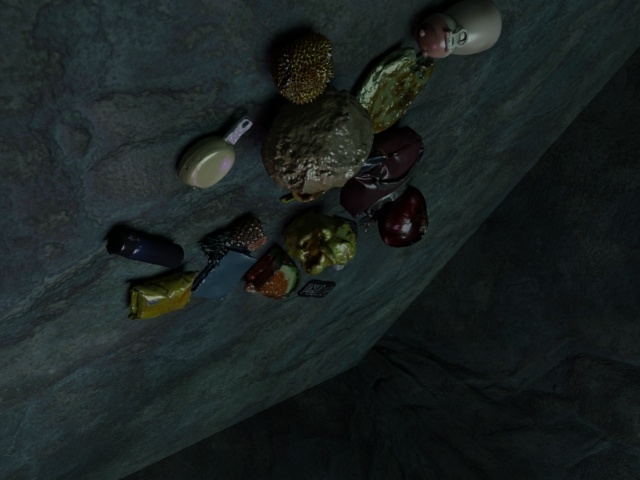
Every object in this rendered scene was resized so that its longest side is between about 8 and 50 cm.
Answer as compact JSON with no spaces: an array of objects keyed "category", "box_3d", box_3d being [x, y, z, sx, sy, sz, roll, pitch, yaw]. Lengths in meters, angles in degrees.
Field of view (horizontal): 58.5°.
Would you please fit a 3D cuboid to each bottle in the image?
[{"category":"bottle","box_3d":[-0.465,0.022,1.533,0.082,0.072,0.244,-35,158,15]},{"category":"bottle","box_3d":[0.367,-0.577,1.576,0.237,0.147,0.147,-24,153,-24]}]

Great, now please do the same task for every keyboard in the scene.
[{"category":"keyboard","box_3d":[0.103,-0.050,2.239,0.015,0.074,0.196,-11,168,27]},{"category":"keyboard","box_3d":[-0.013,0.226,2.632,0.106,0.016,0.262,-45,156,15]}]

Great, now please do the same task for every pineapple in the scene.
[{"category":"pineapple","box_3d":[-0.263,-0.004,1.768,0.221,0.083,0.103,-28,154,-18]}]

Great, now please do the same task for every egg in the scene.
[{"category":"egg","box_3d":[-0.004,-0.254,1.479,0.310,0.279,0.279,-50,159,-13]}]

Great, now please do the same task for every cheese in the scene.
[{"category":"cheese","box_3d":[-0.252,-0.222,1.414,0.227,0.064,0.137,-43,160,13]}]

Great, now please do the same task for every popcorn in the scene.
[{"category":"popcorn","box_3d":[0.000,0.000,1.982,0.255,0.256,0.194,-76,178,-55]}]

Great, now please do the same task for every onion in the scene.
[{"category":"onion","box_3d":[0.306,-0.100,2.320,0.273,0.285,0.273,9,90,-66]}]

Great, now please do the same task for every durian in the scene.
[{"category":"durian","box_3d":[-0.042,-0.396,1.327,0.168,0.137,0.158,-35,137,-31]}]

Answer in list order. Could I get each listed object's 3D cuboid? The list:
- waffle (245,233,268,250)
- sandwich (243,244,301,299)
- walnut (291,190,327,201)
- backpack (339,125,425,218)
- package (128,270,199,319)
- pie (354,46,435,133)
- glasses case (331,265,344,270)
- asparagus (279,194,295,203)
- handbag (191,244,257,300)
[{"category":"waffle","box_3d":[-0.218,0.003,1.914,0.075,0.029,0.083,-51,151,20]},{"category":"sandwich","box_3d":[-0.175,0.132,2.125,0.212,0.109,0.292,-34,155,6]},{"category":"walnut","box_3d":[-0.028,-0.216,1.720,0.167,0.087,0.211,-22,150,-21]},{"category":"backpack","box_3d":[0.212,-0.237,1.892,0.317,0.197,0.283,-32,154,-18]},{"category":"package","box_3d":[-0.481,0.167,1.749,0.226,0.090,0.168,-18,147,-35]},{"category":"pie","box_3d":[0.208,-0.440,1.688,0.302,0.067,0.302,-33,157,-17]},{"category":"glasses case","box_3d":[0.068,0.042,2.326,0.059,0.092,0.233,-29,156,-20]},{"category":"asparagus","box_3d":[-0.082,-0.145,1.853,0.108,0.021,0.025,-25,152,-29]},{"category":"handbag","box_3d":[-0.331,0.108,1.920,0.221,0.057,0.144,-46,149,19]}]
